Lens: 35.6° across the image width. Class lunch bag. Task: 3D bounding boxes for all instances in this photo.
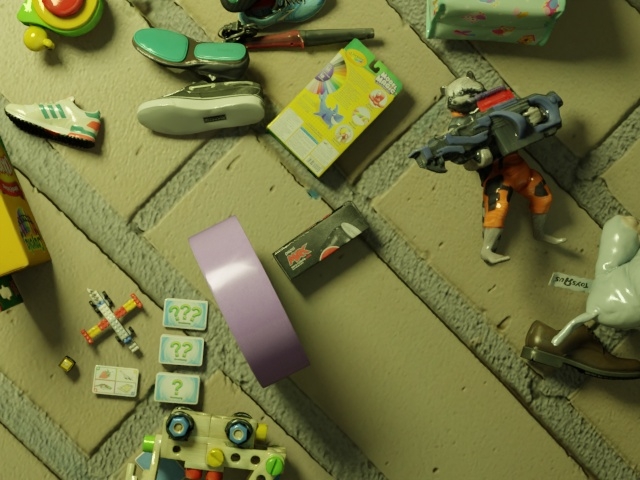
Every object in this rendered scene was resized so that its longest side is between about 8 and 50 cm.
[{"bbox_3d":[0.298,-0.484,1.714,0.223,0.160,0.262,4,75,-2],"label":"lunch bag"}]

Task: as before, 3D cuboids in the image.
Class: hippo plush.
[{"bbox_3d":[0.574,0.058,1.684,0.294,0.236,0.234,2,81,-20],"label":"hippo plush"}]

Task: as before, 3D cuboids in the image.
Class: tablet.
[{"bbox_3d":[-0.279,0.397,1.747,0.054,0.006,0.083,-41,95,-4],"label":"tablet"}]

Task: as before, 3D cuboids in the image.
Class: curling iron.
[{"bbox_3d":[-0.041,-0.353,1.728,0.273,0.068,0.035,0,80,-7],"label":"curling iron"}]

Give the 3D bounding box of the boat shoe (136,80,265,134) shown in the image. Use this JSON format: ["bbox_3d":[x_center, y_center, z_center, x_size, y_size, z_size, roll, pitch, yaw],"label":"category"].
[{"bbox_3d":[-0.205,-0.233,1.714,0.219,0.078,0.070,-4,56,-3],"label":"boat shoe"}]

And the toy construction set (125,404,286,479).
[{"bbox_3d":[-0.189,0.401,1.695,0.327,0.151,0.215,7,91,-17],"label":"toy construction set"}]

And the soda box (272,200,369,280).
[{"bbox_3d":[0.000,0.000,1.743,0.169,0.053,0.060,-35,94,-4],"label":"soda box"}]

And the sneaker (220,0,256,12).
[{"bbox_3d":[-0.133,-0.492,1.703,0.083,0.098,0.224,18,85,-31],"label":"sneaker"}]

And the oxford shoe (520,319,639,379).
[{"bbox_3d":[0.479,0.194,1.782,0.227,0.083,0.096,16,85,-7],"label":"oxford shoe"}]

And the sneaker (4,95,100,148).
[{"bbox_3d":[-0.453,-0.215,1.700,0.161,0.057,0.075,17,73,-4],"label":"sneaker"}]

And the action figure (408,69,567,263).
[{"bbox_3d":[0.269,-0.123,1.712,0.341,0.178,0.330,-15,88,-30],"label":"action figure"}]

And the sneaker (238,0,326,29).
[{"bbox_3d":[-0.062,-0.406,1.718,0.162,0.073,0.063,-22,93,-5],"label":"sneaker"}]

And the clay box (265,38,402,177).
[{"bbox_3d":[0.026,-0.231,1.741,0.127,0.053,0.222,44,86,-5],"label":"clay box"}]

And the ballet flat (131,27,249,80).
[{"bbox_3d":[-0.221,-0.311,1.702,0.203,0.074,0.074,9,90,3],"label":"ballet flat"}]

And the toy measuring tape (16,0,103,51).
[{"bbox_3d":[-0.390,-0.454,1.666,0.121,0.121,0.330,30,88,-6],"label":"toy measuring tape"}]

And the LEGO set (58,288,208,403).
[{"bbox_3d":[-0.323,0.182,1.715,0.244,0.060,0.183,6,87,-5],"label":"LEGO set"}]

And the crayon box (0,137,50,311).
[{"bbox_3d":[-0.530,-0.050,1.617,0.081,0.202,0.319,-22,94,-5],"label":"crayon box"}]

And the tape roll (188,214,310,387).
[{"bbox_3d":[-0.116,0.099,1.622,0.090,0.275,0.275,-28,94,-5],"label":"tape roll"}]
